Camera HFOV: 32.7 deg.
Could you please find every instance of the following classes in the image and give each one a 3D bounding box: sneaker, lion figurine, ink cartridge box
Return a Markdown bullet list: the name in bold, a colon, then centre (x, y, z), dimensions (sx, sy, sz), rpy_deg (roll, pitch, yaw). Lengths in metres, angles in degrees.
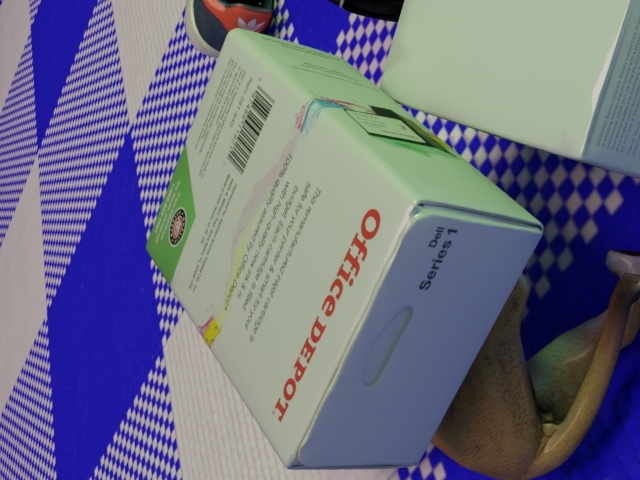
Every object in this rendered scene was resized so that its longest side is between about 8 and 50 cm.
- **sneaker**: centre (-0.112, -0.423, 1.435), dimensions (0.148, 0.131, 0.350), rpy_deg (-22, 74, 58)
- **lion figurine**: centre (0.088, 0.100, 0.845), dimensions (0.392, 0.142, 0.240), rpy_deg (16, 98, 60)
- **ink cartridge box**: centre (0.000, 0.000, 0.781), dimensions (0.278, 0.117, 0.201), rpy_deg (48, 121, 47)

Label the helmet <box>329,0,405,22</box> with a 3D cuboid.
- **helmet**: centre (0.048, -0.296, 1.042), dimensions (0.169, 0.162, 0.169), rpy_deg (-32, 52, 55)

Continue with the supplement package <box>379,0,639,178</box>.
- **supplement package**: centre (0.183, -0.161, 0.751), dimensions (0.262, 0.145, 0.204), rpy_deg (33, 109, 62)
